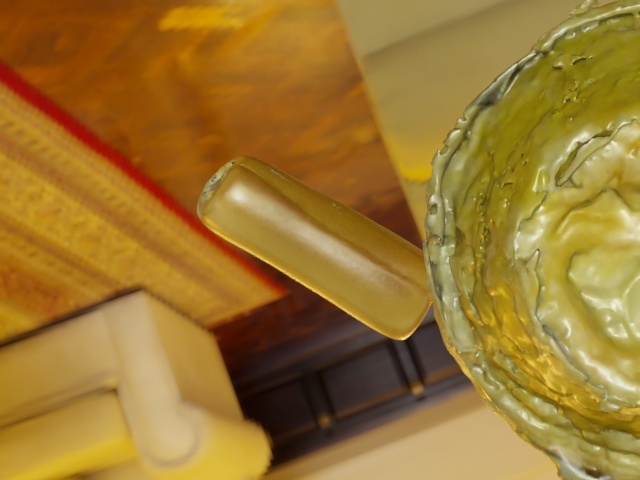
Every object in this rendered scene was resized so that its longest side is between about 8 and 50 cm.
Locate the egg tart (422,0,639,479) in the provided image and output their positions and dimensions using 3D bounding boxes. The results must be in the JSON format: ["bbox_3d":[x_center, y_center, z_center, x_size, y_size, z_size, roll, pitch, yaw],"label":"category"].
[{"bbox_3d":[0.206,0.010,0.902,0.315,0.315,0.120,-25,-177,14],"label":"egg tart"}]

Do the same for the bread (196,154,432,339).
[{"bbox_3d":[0.000,0.000,1.431,0.093,0.239,0.074,-61,-178,-32],"label":"bread"}]
